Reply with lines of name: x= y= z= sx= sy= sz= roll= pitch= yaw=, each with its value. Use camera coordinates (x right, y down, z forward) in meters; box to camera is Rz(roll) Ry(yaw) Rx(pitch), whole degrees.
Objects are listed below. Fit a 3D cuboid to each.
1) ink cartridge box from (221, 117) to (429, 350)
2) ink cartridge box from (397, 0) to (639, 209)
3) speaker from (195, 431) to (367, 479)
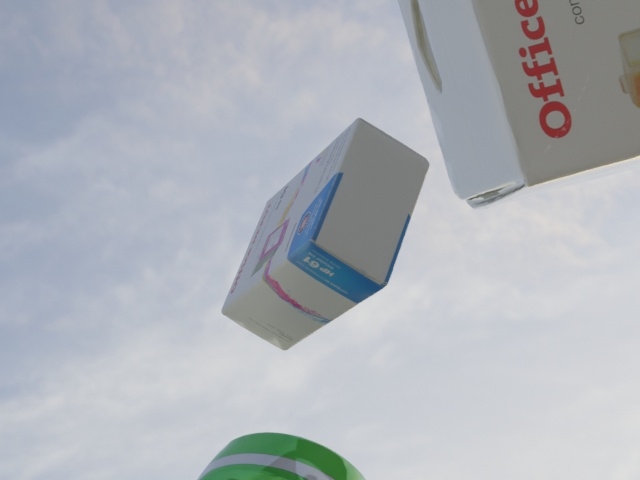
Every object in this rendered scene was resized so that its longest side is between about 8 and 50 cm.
ink cartridge box: x=0.000 y=0.000 z=0.632 sx=0.052 sy=0.088 sz=0.122 roll=30 pitch=-33 yaw=-13
ink cartridge box: x=0.270 y=-0.207 z=0.863 sx=0.385 sy=0.160 sz=0.279 roll=-16 pitch=-92 yaw=-9
speaker: x=-0.058 y=0.252 z=0.605 sx=0.131 sy=0.296 sz=0.131 roll=11 pitch=-46 yaw=12
